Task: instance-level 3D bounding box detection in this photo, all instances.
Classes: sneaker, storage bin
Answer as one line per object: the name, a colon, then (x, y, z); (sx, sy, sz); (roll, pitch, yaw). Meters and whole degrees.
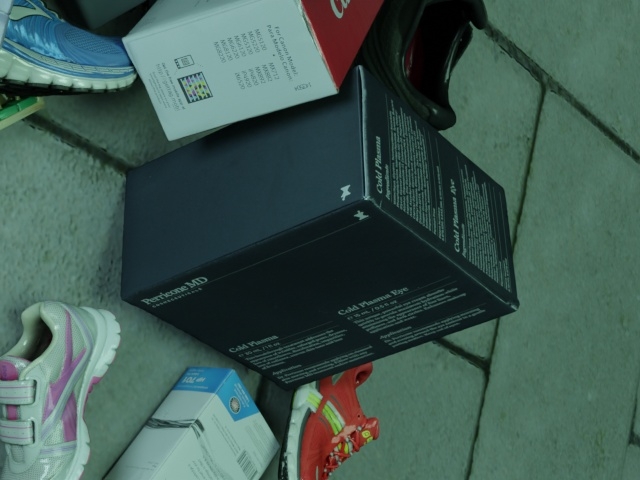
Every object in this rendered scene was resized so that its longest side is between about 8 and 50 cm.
sneaker: (-0.308, -0.224, 1.449); (0.330, 0.130, 0.147); (9, 86, -50)
sneaker: (-0.304, 0.173, 1.544); (0.111, 0.103, 0.252); (33, 59, -41)
sneaker: (0.143, -0.358, 1.990); (0.185, 0.202, 0.483); (8, 84, -51)
storage bin: (-0.241, -0.301, 1.615); (0.135, 0.098, 0.091); (-34, 131, -23)
sneaker: (0.014, 0.245, 1.838); (0.107, 0.118, 0.279); (100, 1, -53)

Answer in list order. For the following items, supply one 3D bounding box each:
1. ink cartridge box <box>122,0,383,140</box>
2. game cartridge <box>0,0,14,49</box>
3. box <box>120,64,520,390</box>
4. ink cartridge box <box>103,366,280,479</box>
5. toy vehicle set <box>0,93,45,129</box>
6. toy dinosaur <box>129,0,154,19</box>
ink cartridge box: (-0.031, -0.259, 1.607); (0.309, 0.272, 0.130); (-66, 137, -57)
game cartridge: (-0.426, -0.315, 1.274); (0.355, 0.068, 0.230); (16, 76, -24)
box: (0.000, 0.000, 1.683); (0.312, 0.343, 0.179); (34, 43, -46)
ink cartridge box: (-0.148, 0.264, 1.734); (0.190, 0.082, 0.139); (-52, 128, -35)
toy vehicle set: (-0.406, -0.161, 1.459); (0.267, 0.035, 0.166); (-38, 118, -44)
toy dinosaur: (-0.211, -0.302, 1.709); (0.090, 0.047, 0.082); (92, 7, -61)
